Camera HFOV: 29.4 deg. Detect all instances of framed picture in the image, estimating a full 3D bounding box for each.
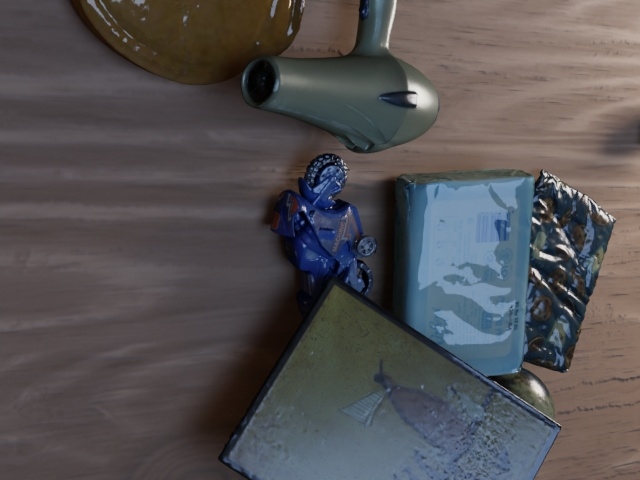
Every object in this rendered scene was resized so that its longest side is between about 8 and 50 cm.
[{"bbox_3d":[0.087,0.236,1.422,0.338,0.014,0.255,34,76,-6],"label":"framed picture"}]

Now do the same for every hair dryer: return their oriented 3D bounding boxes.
[{"bbox_3d":[0.017,-0.227,1.364,0.296,0.119,0.298,-29,115,-47],"label":"hair dryer"}]

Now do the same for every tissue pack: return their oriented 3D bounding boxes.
[{"bbox_3d":[0.178,0.042,1.567,0.177,0.089,0.263,-3,106,-16],"label":"tissue pack"}]

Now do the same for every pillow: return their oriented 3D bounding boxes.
[{"bbox_3d":[0.323,0.049,1.713,0.189,0.034,0.256,26,82,-37],"label":"pillow"}]

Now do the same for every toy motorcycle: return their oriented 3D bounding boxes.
[{"bbox_3d":[0.000,0.000,1.456,0.114,0.076,0.205,-23,117,-19],"label":"toy motorcycle"}]

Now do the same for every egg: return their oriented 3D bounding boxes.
[{"bbox_3d":[0.239,0.253,1.654,0.141,0.141,0.182,7,117,-37],"label":"egg"}]

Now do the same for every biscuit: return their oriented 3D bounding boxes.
[{"bbox_3d":[-0.132,-0.342,1.276,0.312,0.057,0.351,7,98,-38],"label":"biscuit"}]
